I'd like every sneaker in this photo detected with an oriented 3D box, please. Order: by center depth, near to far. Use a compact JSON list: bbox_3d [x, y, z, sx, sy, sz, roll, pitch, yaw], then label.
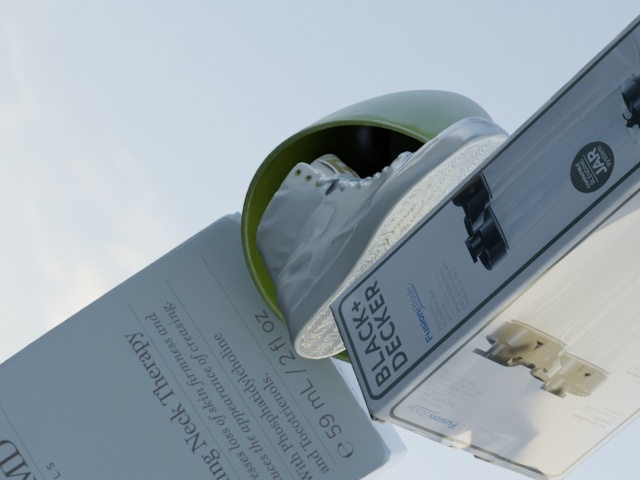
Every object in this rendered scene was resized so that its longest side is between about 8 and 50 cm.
[{"bbox_3d":[0.045,-0.045,1.677,0.108,0.292,0.169,22,31,-43],"label":"sneaker"}]

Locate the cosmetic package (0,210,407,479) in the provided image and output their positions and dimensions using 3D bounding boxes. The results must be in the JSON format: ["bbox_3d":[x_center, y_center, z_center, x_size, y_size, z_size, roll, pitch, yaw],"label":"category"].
[{"bbox_3d":[-0.152,0.219,2.064,0.329,0.394,0.327,57,2,8],"label":"cosmetic package"}]

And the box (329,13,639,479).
[{"bbox_3d":[0.164,0.001,0.977,0.169,0.290,0.087,24,32,-39],"label":"box"}]

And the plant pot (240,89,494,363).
[{"bbox_3d":[0.093,-0.050,1.909,0.275,0.293,0.274,8,-64,16],"label":"plant pot"}]
